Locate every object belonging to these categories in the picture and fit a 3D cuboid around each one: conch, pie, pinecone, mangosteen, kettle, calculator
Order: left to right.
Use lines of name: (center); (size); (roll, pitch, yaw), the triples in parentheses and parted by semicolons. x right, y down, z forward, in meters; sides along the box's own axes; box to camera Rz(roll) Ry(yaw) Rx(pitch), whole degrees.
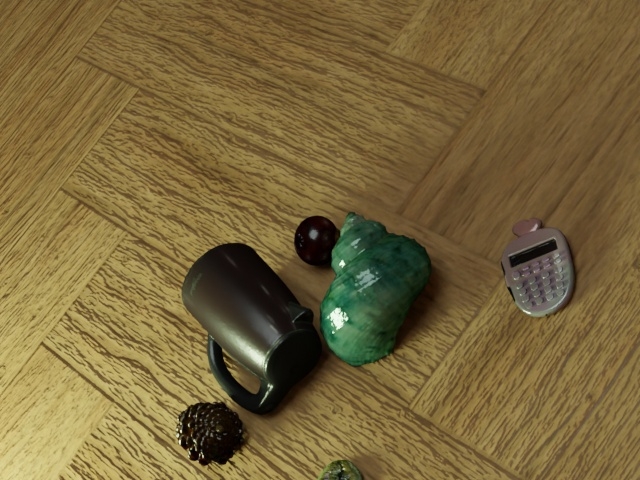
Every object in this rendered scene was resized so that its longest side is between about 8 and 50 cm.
pinecone: (-0.170, 0.284, 2.098); (0.102, 0.102, 0.109); (-48, 34, -3)
kettle: (-0.110, 0.141, 2.131); (0.232, 0.144, 0.202); (44, 109, 43)
mangosteen: (-0.003, 0.000, 2.199); (0.081, 0.081, 0.081); (-19, 50, 24)
pie: (0.024, 0.348, 1.959); (0.084, 0.021, 0.084); (-19, 51, 24)
conch: (0.071, 0.060, 2.056); (0.196, 0.134, 0.202); (-18, 51, 22)
calculator: (0.310, 0.037, 1.981); (0.103, 0.024, 0.166); (-24, 50, 21)
